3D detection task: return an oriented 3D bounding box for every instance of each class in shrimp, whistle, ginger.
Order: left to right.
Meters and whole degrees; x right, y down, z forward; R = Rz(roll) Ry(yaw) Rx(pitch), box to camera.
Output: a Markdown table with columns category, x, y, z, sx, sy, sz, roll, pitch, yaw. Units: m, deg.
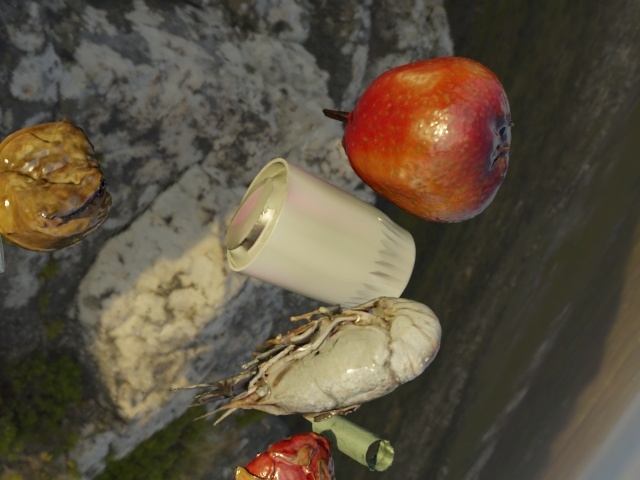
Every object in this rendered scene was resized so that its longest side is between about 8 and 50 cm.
| category | x | y | z | sx | sy | sz | roll | pitch | yaw |
| --- | --- | --- | --- | --- | --- | --- | --- | --- | --- |
| ginger | -0.483 | -0.071 | 1.457 | 0.201 | 0.269 | 0.223 | -17 | 146 | -20 |
| shrimp | -0.016 | 0.152 | 1.022 | 0.343 | 0.145 | 0.116 | -19 | 143 | 6 |
| whistle | 0.047 | 0.378 | 1.590 | 0.062 | 0.062 | 0.312 | -47 | -163 | -15 |

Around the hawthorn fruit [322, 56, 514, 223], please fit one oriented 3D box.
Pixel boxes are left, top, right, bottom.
| category | x | y | z | sx | sy | sz | roll | pitch | yaw |
| --- | --- | --- | --- | --- | --- | --- | --- | --- | --- |
| hawthorn fruit | 0.161 | -0.191 | 1.433 | 0.285 | 0.369 | 0.284 | -41 | 142 | -43 |

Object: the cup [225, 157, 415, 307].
| category | x | y | z | sx | sy | sz | roll | pitch | yaw |
| --- | --- | --- | --- | --- | --- | --- | --- | --- | --- |
| cup | 0.000 | 0.000 | 1.763 | 0.372 | 0.253 | 0.253 | 23 | 105 | -25 |

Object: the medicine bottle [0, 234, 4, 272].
| category | x | y | z | sx | sy | sz | roll | pitch | yaw |
| --- | --- | --- | --- | --- | --- | --- | --- | --- | --- |
| medicine bottle | -0.726 | 0.032 | 1.618 | 0.184 | 0.086 | 0.086 | -7 | 135 | -17 |

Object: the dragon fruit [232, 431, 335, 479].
| category | x | y | z | sx | sy | sz | roll | pitch | yaw |
| --- | --- | --- | --- | --- | --- | --- | --- | --- | --- |
| dragon fruit | -0.050 | 0.470 | 1.487 | 0.224 | 0.148 | 0.218 | 2 | 131 | -44 |
